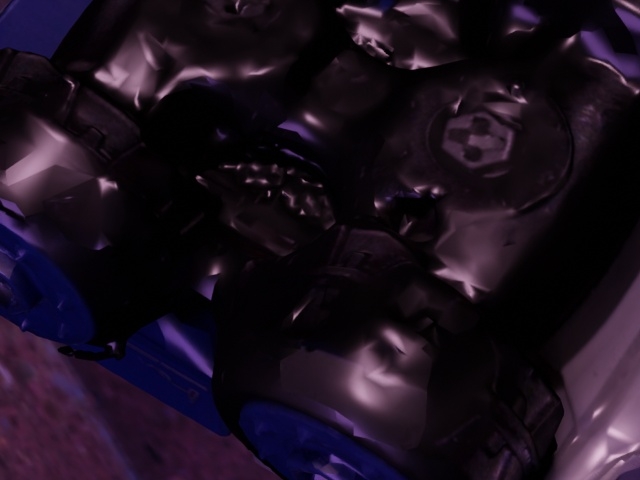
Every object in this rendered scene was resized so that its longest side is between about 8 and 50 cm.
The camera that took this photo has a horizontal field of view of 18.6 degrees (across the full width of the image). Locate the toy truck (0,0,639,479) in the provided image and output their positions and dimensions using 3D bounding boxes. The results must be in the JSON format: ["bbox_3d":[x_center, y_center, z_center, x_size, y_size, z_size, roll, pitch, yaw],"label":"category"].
[{"bbox_3d":[0.000,0.000,0.509,0.213,0.161,0.177,30,151,14],"label":"toy truck"}]
